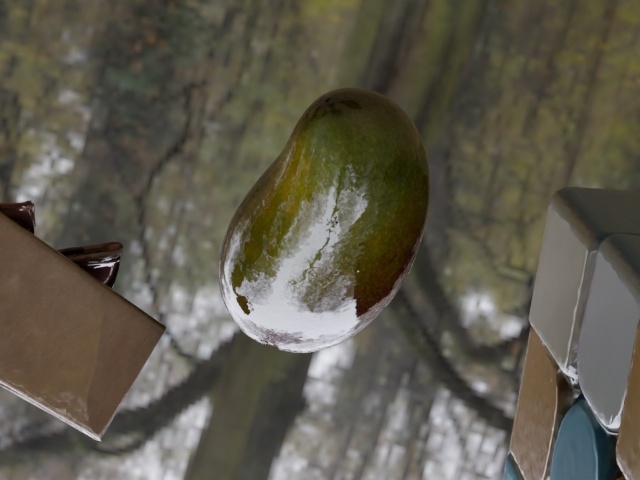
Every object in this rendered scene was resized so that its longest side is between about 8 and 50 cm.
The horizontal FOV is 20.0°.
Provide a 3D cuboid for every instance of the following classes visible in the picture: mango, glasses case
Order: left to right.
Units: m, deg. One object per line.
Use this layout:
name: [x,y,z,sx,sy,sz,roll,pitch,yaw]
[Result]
glasses case: [-0.164,0.025,0.981,0.070,0.102,0.193,25,171,34]
mango: [0.000,0.000,1.206,0.133,0.267,0.111,-5,-122,-16]

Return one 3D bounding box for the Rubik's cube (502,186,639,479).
Rubik's cube: [0.337,0.181,1.282,0.347,0.347,0.344,4,-158,-12]
